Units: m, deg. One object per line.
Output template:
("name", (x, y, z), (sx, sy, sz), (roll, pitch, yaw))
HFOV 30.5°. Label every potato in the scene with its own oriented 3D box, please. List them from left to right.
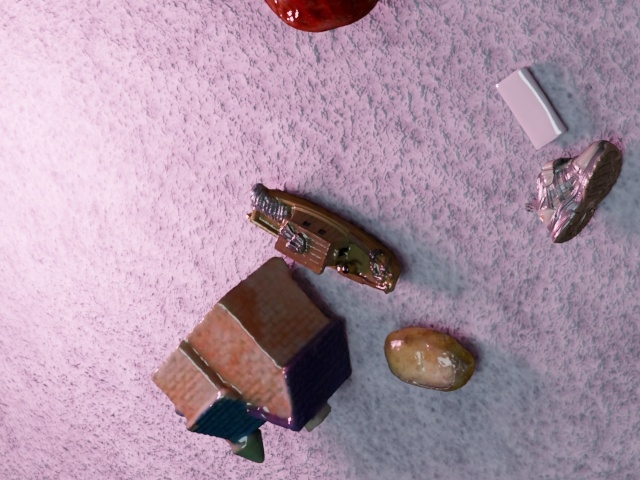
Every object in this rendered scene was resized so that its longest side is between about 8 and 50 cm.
("potato", (0.188, 0.204, 2.027), (0.170, 0.080, 0.107), (4, 102, 31))

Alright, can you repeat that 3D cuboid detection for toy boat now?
("toy boat", (0.000, 0.000, 2.059), (0.321, 0.121, 0.089), (30, 116, 23))

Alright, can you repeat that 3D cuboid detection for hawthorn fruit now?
("hawthorn fruit", (-0.018, -0.467, 1.824), (0.230, 0.210, 0.266), (25, 157, 41))

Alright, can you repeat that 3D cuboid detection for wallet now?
("wallet", (0.325, -0.204, 1.812), (0.061, 0.025, 0.122), (-35, 86, 37))

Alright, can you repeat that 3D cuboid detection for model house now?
("model house", (-0.111, 0.245, 2.165), (0.280, 0.245, 0.312), (45, 128, 3))

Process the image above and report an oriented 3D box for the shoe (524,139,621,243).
("shoe", (0.382, -0.087, 1.786), (0.092, 0.089, 0.180), (43, 125, 29))
